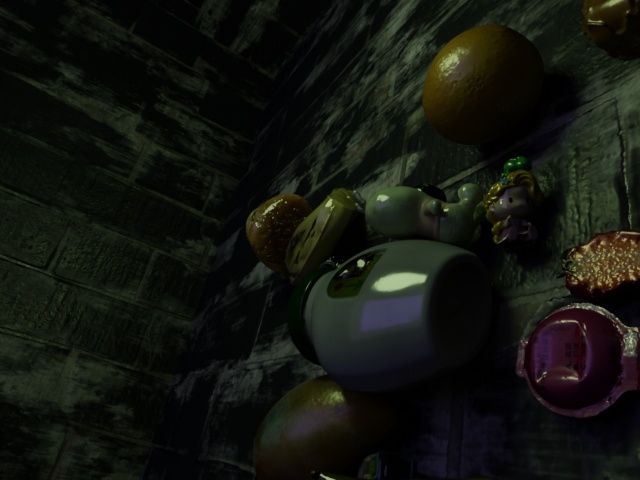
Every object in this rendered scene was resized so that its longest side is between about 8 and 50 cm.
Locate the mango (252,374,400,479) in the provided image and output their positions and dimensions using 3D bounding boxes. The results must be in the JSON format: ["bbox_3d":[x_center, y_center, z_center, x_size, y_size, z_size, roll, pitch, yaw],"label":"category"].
[{"bbox_3d":[-0.002,0.397,0.964,0.384,0.199,0.222,-37,17,34],"label":"mango"}]

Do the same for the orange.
[{"bbox_3d":[0.318,-0.306,0.938,0.236,0.236,0.236,-47,29,36],"label":"orange"}]

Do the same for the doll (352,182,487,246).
[{"bbox_3d":[0.189,-0.048,0.932,0.274,0.155,0.113,2,68,22],"label":"doll"}]

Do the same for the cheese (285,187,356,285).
[{"bbox_3d":[0.000,0.000,1.374,0.316,0.128,0.259,-54,-10,16],"label":"cheese"}]

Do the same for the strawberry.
[{"bbox_3d":[0.401,0.035,0.640,0.152,0.048,0.104,-13,47,45],"label":"strawberry"}]

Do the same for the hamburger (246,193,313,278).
[{"bbox_3d":[-0.127,-0.018,1.592,0.146,0.242,0.286,-160,79,-65],"label":"hamburger"}]

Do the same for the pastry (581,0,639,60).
[{"bbox_3d":[0.512,-0.390,0.671,0.311,0.161,0.255,-62,10,-18],"label":"pastry"}]

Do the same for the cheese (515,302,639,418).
[{"bbox_3d":[0.356,0.149,0.599,0.244,0.062,0.155,-24,47,56],"label":"cheese"}]

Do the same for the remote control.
[{"bbox_3d":[0.182,-0.006,1.051,0.266,0.066,0.090,-61,34,16],"label":"remote control"}]

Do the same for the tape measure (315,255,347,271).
[{"bbox_3d":[0.046,0.140,1.225,0.199,0.112,0.186,7,80,61],"label":"tape measure"}]

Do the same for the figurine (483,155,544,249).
[{"bbox_3d":[0.333,-0.062,0.833,0.115,0.094,0.157,121,149,-75],"label":"figurine"}]

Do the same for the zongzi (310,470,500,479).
[{"bbox_3d":[0.133,0.367,0.674,0.221,0.242,0.112,-48,-16,16],"label":"zongzi"}]

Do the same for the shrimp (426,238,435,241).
[{"bbox_3d":[0.213,0.002,1.095,0.178,0.034,0.124,31,98,58],"label":"shrimp"}]

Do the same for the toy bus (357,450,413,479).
[{"bbox_3d":[0.100,0.495,0.780,0.109,0.091,0.262,-46,27,52],"label":"toy bus"}]

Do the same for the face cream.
[{"bbox_3d":[0.120,0.137,0.884,0.356,0.219,0.313,-17,31,51],"label":"face cream"}]
